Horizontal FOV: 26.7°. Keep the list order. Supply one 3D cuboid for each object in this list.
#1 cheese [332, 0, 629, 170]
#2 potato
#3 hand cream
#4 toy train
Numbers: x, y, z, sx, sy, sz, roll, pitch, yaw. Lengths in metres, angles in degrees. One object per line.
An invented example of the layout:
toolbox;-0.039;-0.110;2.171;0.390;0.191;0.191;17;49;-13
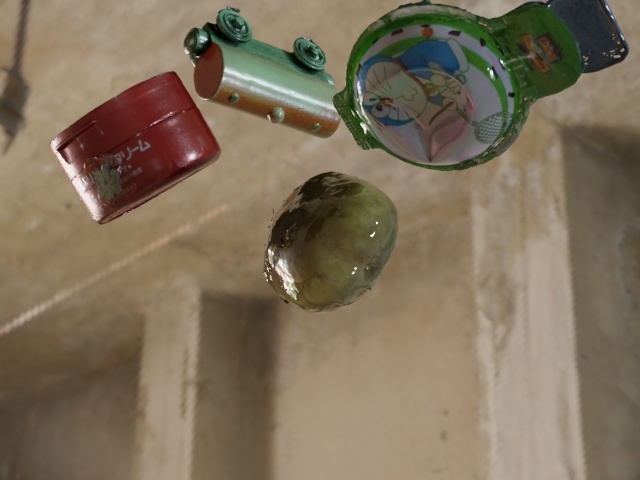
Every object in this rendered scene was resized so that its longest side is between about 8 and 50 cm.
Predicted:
cheese;0.159;-0.174;1.413;0.320;0.204;0.083;-19;-153;30
potato;0.000;0.000;1.809;0.192;0.141;0.296;-63;-165;-4
hand cream;-0.269;-0.134;1.987;0.230;0.149;0.230;-31;-176;2
toy train;-0.086;-0.255;2.150;0.116;0.285;0.177;-44;-134;33
